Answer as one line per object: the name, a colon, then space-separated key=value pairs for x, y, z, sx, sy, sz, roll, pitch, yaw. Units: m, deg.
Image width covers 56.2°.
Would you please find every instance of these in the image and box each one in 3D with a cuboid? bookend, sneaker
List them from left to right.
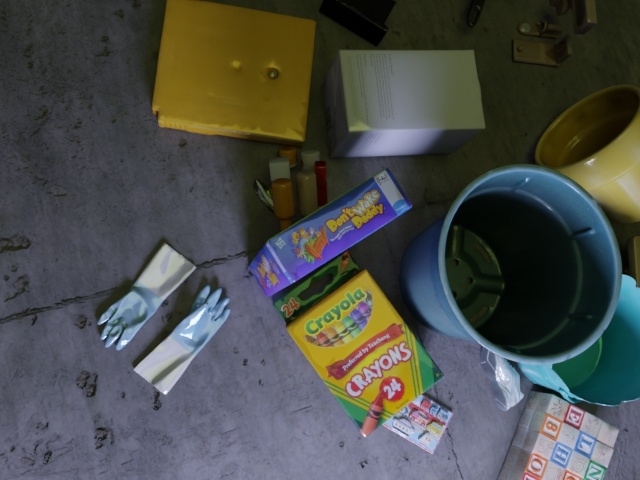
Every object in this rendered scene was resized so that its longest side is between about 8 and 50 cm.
sneaker: x=-0.108 y=-0.097 z=1.261 sx=0.035 sy=0.031 sz=0.083 roll=-37 pitch=94 yaw=-28
bookend: x=0.104 y=-0.554 z=1.353 sx=0.156 sy=0.072 sz=0.157 roll=29 pitch=76 yaw=-7
sneaker: x=0.392 y=0.285 z=1.296 sx=0.061 sy=0.054 sz=0.152 roll=-17 pitch=91 yaw=-23

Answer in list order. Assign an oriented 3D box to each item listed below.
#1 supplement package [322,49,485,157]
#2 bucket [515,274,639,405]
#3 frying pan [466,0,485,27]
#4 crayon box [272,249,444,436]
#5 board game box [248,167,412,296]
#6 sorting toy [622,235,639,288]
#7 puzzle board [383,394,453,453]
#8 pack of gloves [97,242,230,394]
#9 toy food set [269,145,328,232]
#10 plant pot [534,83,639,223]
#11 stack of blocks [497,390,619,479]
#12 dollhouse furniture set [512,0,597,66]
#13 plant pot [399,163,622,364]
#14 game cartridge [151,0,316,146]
supplement package: x=0.169 y=-0.285 z=1.270 sx=0.293 sy=0.175 sz=0.177 roll=-3 pitch=80 yaw=-12
bucket: x=0.555 y=0.208 z=1.271 sx=0.281 sy=0.183 sz=0.281 roll=2 pitch=81 yaw=-11
frying pan: x=0.428 y=-0.652 z=1.449 sx=0.197 sy=0.053 sz=0.326 roll=0 pitch=83 yaw=-12
crayon box: x=0.071 y=0.201 z=1.206 sx=0.202 sy=0.081 sz=0.318 roll=-37 pitch=89 yaw=-4
board game box: x=0.000 y=0.000 z=1.101 sx=0.233 sy=0.347 sz=0.078 roll=-32 pitch=88 yaw=-15
sorting toy: x=0.815 y=0.127 z=1.387 sx=0.256 sy=0.089 sz=0.257 roll=2 pitch=81 yaw=-11
puzzle board: x=0.205 y=0.374 z=1.259 sx=0.128 sy=0.011 sz=0.096 roll=32 pitch=76 yaw=-5
pack of gloves: x=-0.303 y=0.149 z=1.170 sx=0.195 sy=0.046 sz=0.232 roll=39 pitch=75 yaw=-5
toy food set: x=-0.042 y=-0.106 z=1.197 sx=0.111 sy=0.232 sz=0.104 roll=-4 pitch=116 yaw=-2
plant pot: x=0.653 y=-0.172 z=1.333 sx=0.239 sy=0.254 sz=0.254 roll=43 pitch=75 yaw=-19
stack of blocks: x=0.484 y=0.492 z=1.259 sx=0.171 sy=0.087 sz=0.297 roll=29 pitch=76 yaw=-7
dollhouse furniture set: x=0.539 y=-0.512 z=1.399 sx=0.123 sy=0.151 sz=0.144 roll=3 pitch=78 yaw=-11
plant pot: x=0.325 y=0.059 z=1.168 sx=0.341 sy=0.334 sz=0.341 roll=2 pitch=82 yaw=-12
game cartridge: x=-0.180 y=-0.358 z=1.278 sx=0.324 sy=0.053 sz=0.285 roll=7 pitch=80 yaw=-8
